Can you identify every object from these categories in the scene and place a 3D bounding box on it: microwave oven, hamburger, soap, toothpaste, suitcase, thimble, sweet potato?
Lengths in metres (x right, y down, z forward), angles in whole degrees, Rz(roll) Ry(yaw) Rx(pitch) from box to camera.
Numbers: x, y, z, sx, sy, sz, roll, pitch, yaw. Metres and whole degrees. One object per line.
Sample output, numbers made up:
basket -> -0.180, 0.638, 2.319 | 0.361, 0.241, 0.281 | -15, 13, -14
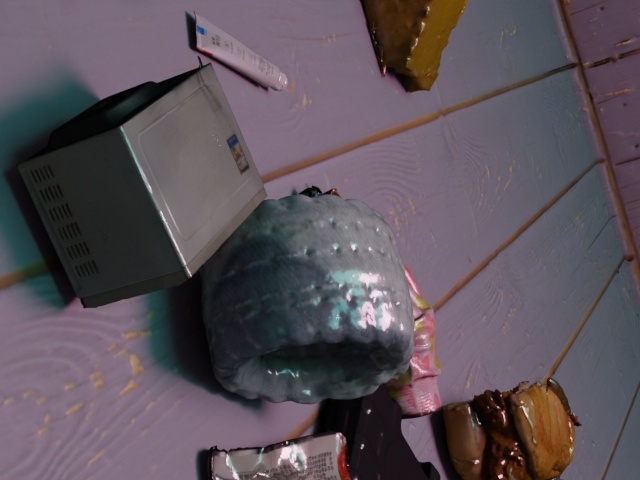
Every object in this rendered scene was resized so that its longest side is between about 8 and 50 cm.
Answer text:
microwave oven -> -0.159, -0.052, 1.120 | 0.163, 0.129, 0.205 | 66, 24, -14
hamburger -> 0.290, 0.303, 1.882 | 0.282, 0.155, 0.245 | 63, 28, -30
soap -> 0.217, -0.434, 1.985 | 0.169, 0.304, 0.338 | -19, 94, -63
toothpaste -> -0.096, -0.219, 1.492 | 0.190, 0.031, 0.048 | 24, 57, -57
suitcase -> 0.083, 0.315, 1.516 | 0.285, 0.066, 0.206 | 60, 27, -31
thimble -> -0.011, 0.062, 1.287 | 0.250, 0.205, 0.172 | 17, 54, -44
sweet potato -> 0.461, 0.312, 2.411 | 0.041, 0.038, 0.153 | -45, 131, -25

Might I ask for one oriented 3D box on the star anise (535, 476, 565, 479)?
star anise -> 0.394, 0.458, 2.078 | 0.282, 0.129, 0.212 | 56, 13, -45

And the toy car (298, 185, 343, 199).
toy car -> 0.000, 0.000, 1.539 | 0.073, 0.054, 0.143 | 53, 30, -39

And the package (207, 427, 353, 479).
package -> -0.036, 0.283, 1.273 | 0.232, 0.040, 0.166 | 3, 73, -51

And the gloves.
gloves -> 0.091, 0.102, 1.607 | 0.145, 0.126, 0.241 | -22, 102, -64
